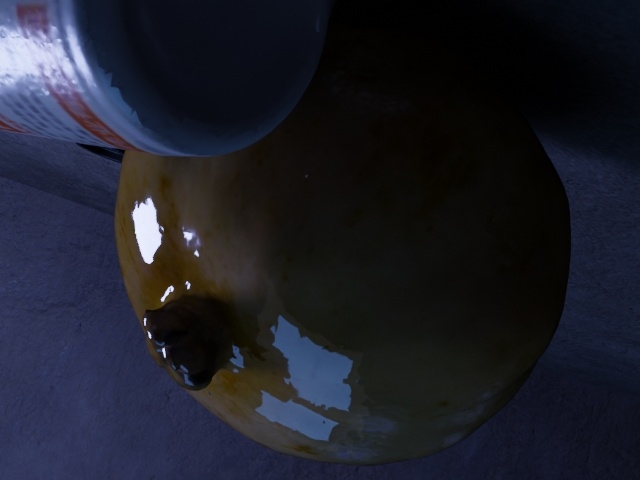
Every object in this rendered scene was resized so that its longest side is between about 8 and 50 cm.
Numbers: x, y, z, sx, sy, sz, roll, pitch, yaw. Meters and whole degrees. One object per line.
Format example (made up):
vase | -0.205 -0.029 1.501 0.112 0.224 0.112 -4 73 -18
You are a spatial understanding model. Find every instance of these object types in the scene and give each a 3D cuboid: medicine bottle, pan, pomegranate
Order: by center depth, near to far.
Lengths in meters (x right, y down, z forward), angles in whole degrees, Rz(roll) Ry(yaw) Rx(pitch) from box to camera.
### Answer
medicine bottle | -0.191 -0.179 0.724 0.371 0.211 0.211 12 169 41
pomegranate | 0.000 0.000 0.864 0.411 0.412 0.411 19 172 3
pan | -0.355 -0.155 1.901 0.235 0.028 0.136 22 173 6
